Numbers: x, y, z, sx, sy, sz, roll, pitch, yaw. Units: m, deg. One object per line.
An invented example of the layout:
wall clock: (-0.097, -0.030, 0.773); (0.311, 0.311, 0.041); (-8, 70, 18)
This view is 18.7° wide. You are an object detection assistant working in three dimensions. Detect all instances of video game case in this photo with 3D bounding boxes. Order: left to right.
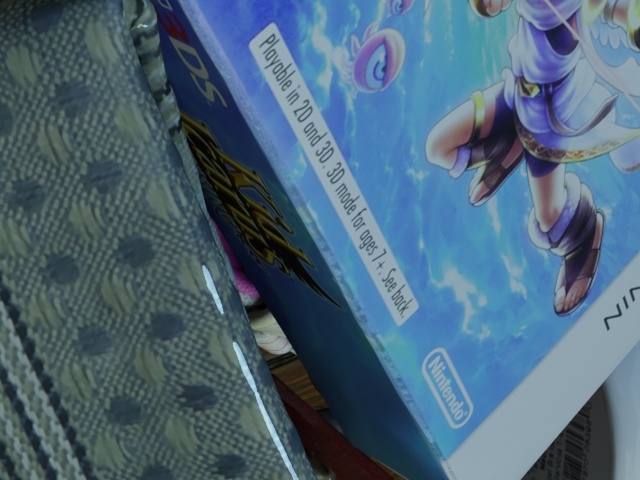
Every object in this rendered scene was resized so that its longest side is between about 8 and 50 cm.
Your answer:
video game case: (0.064, -0.090, 0.512); (0.244, 0.061, 0.269); (-48, 140, -16)

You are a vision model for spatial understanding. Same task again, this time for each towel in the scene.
towel: (-0.123, 0.118, 0.490); (0.312, 0.324, 0.056); (-15, -162, 18)

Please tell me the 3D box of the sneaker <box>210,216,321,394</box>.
sneaker: (0.000, 0.000, 0.825); (0.111, 0.103, 0.252); (-18, 150, -13)

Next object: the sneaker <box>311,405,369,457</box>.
sneaker: (-0.111, 0.138, 0.939); (0.270, 0.145, 0.090); (-44, 144, 8)

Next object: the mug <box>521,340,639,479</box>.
mug: (0.241, 0.030, 0.987); (0.328, 0.276, 0.374); (-6, 120, -29)

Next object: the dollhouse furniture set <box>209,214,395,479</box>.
dollhouse furniture set: (-0.047, -0.022, 0.616); (0.201, 0.152, 0.374); (12, 107, -51)
